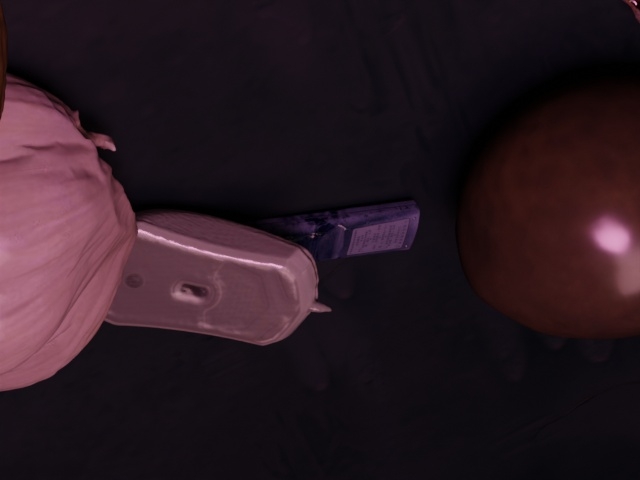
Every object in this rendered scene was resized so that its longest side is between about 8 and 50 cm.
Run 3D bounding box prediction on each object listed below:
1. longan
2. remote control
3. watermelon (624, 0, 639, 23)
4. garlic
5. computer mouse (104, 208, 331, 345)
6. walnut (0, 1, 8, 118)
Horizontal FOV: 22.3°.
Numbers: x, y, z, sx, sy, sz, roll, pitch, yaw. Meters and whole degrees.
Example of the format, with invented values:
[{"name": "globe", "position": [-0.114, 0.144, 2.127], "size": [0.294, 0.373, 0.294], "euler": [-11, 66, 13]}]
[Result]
[{"name": "longan", "position": [0.198, -0.023, 1.154], "size": [0.212, 0.198, 0.198], "euler": [-10, 142, 13]}, {"name": "remote control", "position": [0.000, -0.001, 1.193], "size": [0.152, 0.027, 0.043], "euler": [-9, 131, -22]}, {"name": "watermelon", "position": [0.320, -0.192, 1.107], "size": [0.256, 0.140, 0.193], "euler": [2, 125, -20]}, {"name": "garlic", "position": [-0.205, 0.009, 0.998], "size": [0.178, 0.143, 0.229], "euler": [-13, 125, 0]}, {"name": "computer mouse", "position": [-0.080, 0.022, 1.133], "size": [0.181, 0.056, 0.089], "euler": [11, 127, -9]}, {"name": "walnut", "position": [-0.280, -0.066, 0.817], "size": [0.227, 0.283, 0.283], "euler": [-26, 150, -47]}]
